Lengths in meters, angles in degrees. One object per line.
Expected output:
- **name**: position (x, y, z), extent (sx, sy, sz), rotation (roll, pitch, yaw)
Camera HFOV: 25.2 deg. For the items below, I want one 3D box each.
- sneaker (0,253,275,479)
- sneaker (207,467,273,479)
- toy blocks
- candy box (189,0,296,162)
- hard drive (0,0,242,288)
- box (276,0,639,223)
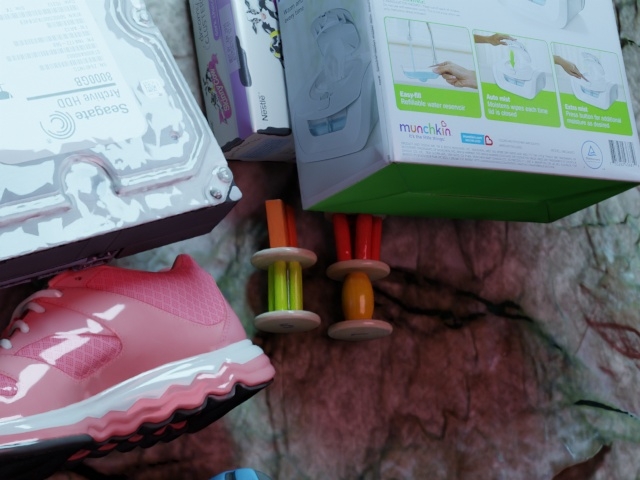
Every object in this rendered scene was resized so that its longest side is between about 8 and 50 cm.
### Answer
- **sneaker**: position (-0.182, 0.086, 0.972), extent (0.314, 0.116, 0.136), rotation (-12, 71, -43)
- **sneaker**: position (-0.031, 0.331, 0.992), extent (0.140, 0.125, 0.341), rotation (21, 57, -58)
- **toy blocks**: position (0.000, 0.000, 1.141), extent (0.123, 0.054, 0.148), rotation (9, 69, -32)
- **candy box**: position (-0.003, -0.150, 1.179), extent (0.196, 0.070, 0.165), rotation (-1, 75, -35)
- **hard drive**: position (-0.226, -0.136, 0.986), extent (0.237, 0.064, 0.339), rotation (-16, 73, -38)
- **box**: position (0.110, -0.144, 1.131), extent (0.262, 0.127, 0.231), rotation (1, 73, -35)
